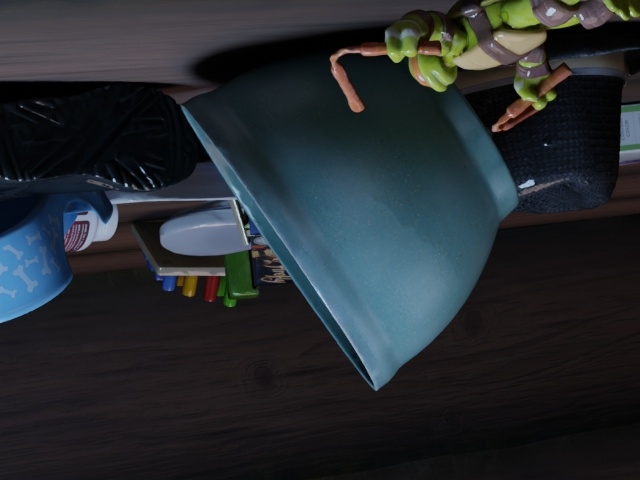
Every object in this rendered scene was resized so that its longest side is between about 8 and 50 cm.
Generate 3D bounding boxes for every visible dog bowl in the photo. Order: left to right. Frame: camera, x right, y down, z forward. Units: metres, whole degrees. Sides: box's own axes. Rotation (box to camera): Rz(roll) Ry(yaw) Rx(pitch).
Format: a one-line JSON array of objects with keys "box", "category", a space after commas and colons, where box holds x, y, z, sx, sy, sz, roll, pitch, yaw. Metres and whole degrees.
[{"box": [-0.302, -0.014, 1.708, 0.166, 0.074, 0.297, -7, -157, 14], "category": "dog bowl"}]

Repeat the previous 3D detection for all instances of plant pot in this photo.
[{"box": [0.043, -0.048, 1.540, 0.196, 0.293, 0.293, -35, 177, -3], "category": "plant pot"}]

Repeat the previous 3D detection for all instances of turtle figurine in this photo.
[{"box": [0.148, -0.155, 1.324, 0.217, 0.087, 0.269, -20, 161, 35], "category": "turtle figurine"}]

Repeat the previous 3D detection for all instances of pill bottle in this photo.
[{"box": [-0.323, -0.027, 2.175, 0.152, 0.086, 0.086, -4, 174, -40], "category": "pill bottle"}]

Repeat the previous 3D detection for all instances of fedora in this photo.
[{"box": [0.190, -0.098, 1.741, 0.334, 0.152, 0.334, -8, 176, -1], "category": "fedora"}]

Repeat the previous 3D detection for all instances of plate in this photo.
[{"box": [-0.184, -0.063, 2.049, 0.277, 0.045, 0.278, -3, -178, -41], "category": "plate"}]

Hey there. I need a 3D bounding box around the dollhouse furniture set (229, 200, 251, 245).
[{"box": [-0.006, -0.084, 2.230, 0.182, 0.101, 0.161, -10, -160, 18], "category": "dollhouse furniture set"}]

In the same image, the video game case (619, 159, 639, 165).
[{"box": [0.405, -0.124, 2.701, 0.274, 0.026, 0.196, -9, 176, 7], "category": "video game case"}]

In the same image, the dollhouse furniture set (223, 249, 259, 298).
[{"box": [-0.050, 0.004, 2.684, 0.197, 0.151, 0.301, -8, 176, -5], "category": "dollhouse furniture set"}]

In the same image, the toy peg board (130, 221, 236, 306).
[{"box": [-0.198, 0.040, 2.790, 0.160, 0.079, 0.161, 0, -155, -22], "category": "toy peg board"}]

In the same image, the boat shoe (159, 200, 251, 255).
[{"box": [-0.088, -0.044, 2.389, 0.258, 0.084, 0.095, -9, 152, -9], "category": "boat shoe"}]

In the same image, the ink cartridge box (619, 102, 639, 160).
[{"box": [0.363, -0.131, 2.250, 0.209, 0.062, 0.109, -7, 176, -7], "category": "ink cartridge box"}]

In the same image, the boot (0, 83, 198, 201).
[{"box": [-0.261, -0.074, 1.599, 0.246, 0.094, 0.207, -6, 178, -44], "category": "boot"}]

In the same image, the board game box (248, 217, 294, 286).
[{"box": [0.000, 0.000, 2.115, 0.165, 0.042, 0.243, -5, 166, -2], "category": "board game box"}]

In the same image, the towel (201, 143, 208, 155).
[{"box": [-0.068, -0.104, 1.999, 0.119, 0.029, 0.067, -5, 176, -42], "category": "towel"}]
